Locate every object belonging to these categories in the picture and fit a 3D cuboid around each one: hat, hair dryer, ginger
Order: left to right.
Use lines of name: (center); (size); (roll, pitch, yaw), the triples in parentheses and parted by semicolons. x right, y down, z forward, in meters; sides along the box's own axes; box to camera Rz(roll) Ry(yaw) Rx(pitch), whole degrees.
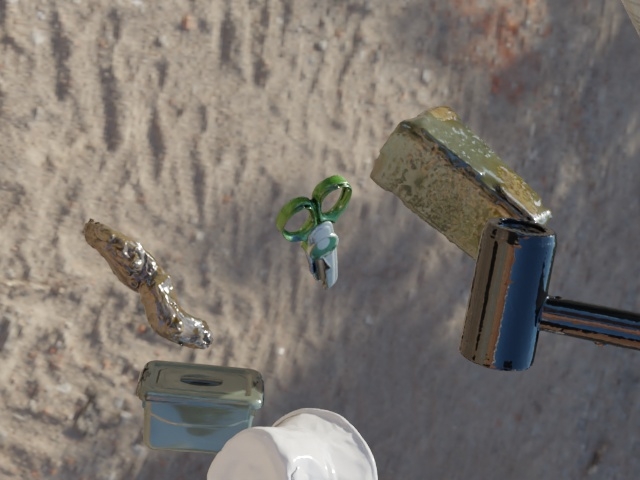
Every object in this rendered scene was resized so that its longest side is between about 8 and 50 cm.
ginger: (-0.282, 0.082, 1.692); (0.084, 0.122, 0.290); (-47, 112, -22)
hat: (-0.046, 0.273, 1.140); (0.126, 0.203, 0.203); (28, 78, -48)
hair dryer: (0.256, 0.059, 0.903); (0.070, 0.255, 0.128); (-47, 145, -72)

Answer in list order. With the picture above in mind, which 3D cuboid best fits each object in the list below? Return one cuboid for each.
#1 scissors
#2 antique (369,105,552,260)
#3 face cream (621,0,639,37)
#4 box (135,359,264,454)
scissors: (0.000, 0.000, 1.275); (0.101, 0.027, 0.204); (-31, 150, -13)
antique: (0.229, -0.073, 1.618); (0.150, 0.284, 0.125); (-23, 153, -53)
face cream: (0.291, -0.235, 0.863); (0.345, 0.102, 0.102); (44, 65, -46)
box: (-0.166, 0.231, 1.415); (0.124, 0.172, 0.092); (-100, -163, -75)
